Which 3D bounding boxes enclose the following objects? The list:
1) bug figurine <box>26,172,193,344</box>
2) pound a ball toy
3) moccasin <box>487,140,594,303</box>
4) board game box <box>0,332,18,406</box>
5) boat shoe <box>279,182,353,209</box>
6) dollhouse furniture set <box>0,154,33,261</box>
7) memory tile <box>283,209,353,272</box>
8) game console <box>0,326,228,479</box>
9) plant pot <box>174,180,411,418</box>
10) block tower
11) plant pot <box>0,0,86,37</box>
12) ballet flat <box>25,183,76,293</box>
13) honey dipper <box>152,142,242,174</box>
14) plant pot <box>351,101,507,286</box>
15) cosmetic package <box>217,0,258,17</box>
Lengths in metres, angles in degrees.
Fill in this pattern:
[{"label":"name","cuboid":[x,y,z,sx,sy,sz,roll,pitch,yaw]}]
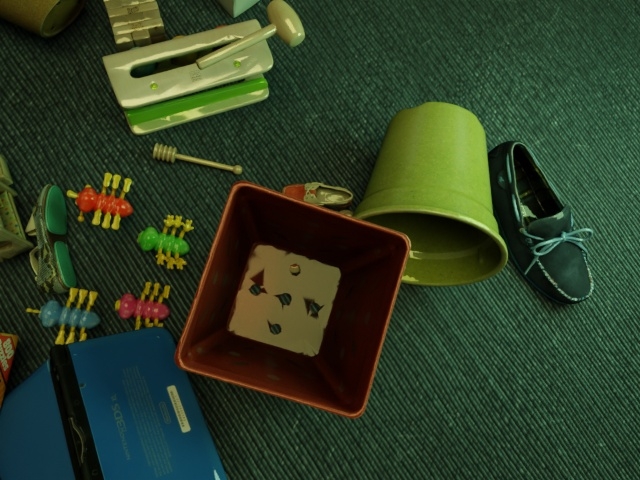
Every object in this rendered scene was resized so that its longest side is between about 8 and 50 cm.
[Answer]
[{"label":"bug figurine","cuboid":[-0.334,0.043,0.877,0.216,0.072,0.279,19,73,-26]},{"label":"pound a ball toy","cuboid":[-0.205,-0.320,0.922,0.319,0.208,0.135,-21,83,-13]},{"label":"moccasin","cuboid":[0.413,-0.031,1.014,0.138,0.117,0.342,-31,85,-14]},{"label":"board game box","cuboid":[-0.661,0.252,0.608,0.357,0.356,0.356,6,77,6]},{"label":"boat shoe","cuboid":[-0.007,-0.085,0.992,0.137,0.043,0.049,7,79,-7]},{"label":"dollhouse furniture set","cuboid":[-0.576,-0.047,0.832,0.161,0.101,0.181,-26,73,-6]},{"label":"memory tile","cuboid":[0.000,0.000,0.991,0.148,0.012,0.113,-5,79,-10]},{"label":"game console","cuboid":[-0.308,0.303,0.754,0.250,0.173,0.293,-7,53,-36]},{"label":"plant pot","cuboid":[-0.049,0.092,0.841,0.267,0.236,0.267,18,81,-6]},{"label":"block tower","cuboid":[-0.373,-0.501,0.992,0.091,0.097,0.335,-17,83,-13]},{"label":"plant pot","cuboid":[-0.539,-0.485,0.907,0.254,0.237,0.237,42,74,-13]},{"label":"ballet flat","cuboid":[-0.459,-0.001,0.888,0.070,0.070,0.188,-10,77,-12]},{"label":"honey dipper","cuboid":[-0.223,-0.147,0.975,0.161,0.030,0.030,11,77,-9]},{"label":"plant pot","cuboid":[0.188,-0.089,0.933,0.276,0.276,0.253,15,65,-6]},{"label":"cosmetic package","cuboid":[-0.245,-0.634,0.943,0.097,0.284,0.377,-43,89,-15]}]
